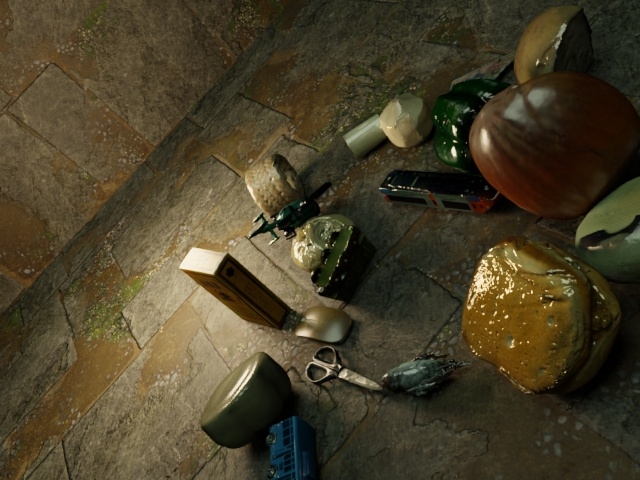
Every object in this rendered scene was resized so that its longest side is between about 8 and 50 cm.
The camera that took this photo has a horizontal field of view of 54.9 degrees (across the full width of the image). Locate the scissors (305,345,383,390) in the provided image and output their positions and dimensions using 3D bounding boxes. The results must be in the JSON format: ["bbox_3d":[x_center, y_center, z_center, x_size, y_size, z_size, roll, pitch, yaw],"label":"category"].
[{"bbox_3d":[0.063,0.340,1.568,0.300,0.022,0.109,7,61,54],"label":"scissors"}]

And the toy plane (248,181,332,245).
[{"bbox_3d":[-0.099,-0.075,1.950,0.381,0.106,0.155,-28,-11,-46],"label":"toy plane"}]

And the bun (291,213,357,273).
[{"bbox_3d":[0.000,0.000,1.896,0.237,0.116,0.210,-26,40,29],"label":"bun"}]

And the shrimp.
[{"bbox_3d":[0.245,0.305,1.405,0.232,0.079,0.090,-20,47,24],"label":"shrimp"}]

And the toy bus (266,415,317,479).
[{"bbox_3d":[-0.066,0.529,1.481,0.106,0.090,0.185,-29,39,19],"label":"toy bus"}]

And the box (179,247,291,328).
[{"bbox_3d":[-0.254,0.144,1.852,0.192,0.301,0.084,5,57,47],"label":"box"}]

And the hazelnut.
[{"bbox_3d":[0.524,-0.219,1.395,0.372,0.372,0.315,-15,47,35],"label":"hazelnut"}]

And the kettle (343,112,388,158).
[{"bbox_3d":[0.167,-0.356,2.107,0.148,0.127,0.098,-34,70,11],"label":"kettle"}]

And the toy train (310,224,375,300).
[{"bbox_3d":[0.064,0.072,1.752,0.090,0.137,0.226,11,67,41],"label":"toy train"}]

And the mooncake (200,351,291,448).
[{"bbox_3d":[-0.198,0.425,1.632,0.275,0.135,0.275,-42,12,11],"label":"mooncake"}]

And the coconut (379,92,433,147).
[{"bbox_3d":[0.270,-0.385,1.956,0.161,0.162,0.161,-26,40,24],"label":"coconut"}]

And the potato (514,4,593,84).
[{"bbox_3d":[0.606,-0.528,1.737,0.211,0.189,0.264,-49,36,-4],"label":"potato"}]

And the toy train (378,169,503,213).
[{"bbox_3d":[0.342,-0.136,1.712,0.409,0.089,0.086,12,58,48],"label":"toy train"}]

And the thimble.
[{"bbox_3d":[-0.156,-0.197,2.181,0.148,0.196,0.229,-31,9,15],"label":"thimble"}]

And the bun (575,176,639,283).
[{"bbox_3d":[0.655,-0.008,1.215,0.283,0.179,0.283,-39,7,6],"label":"bun"}]

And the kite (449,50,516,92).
[{"bbox_3d":[0.490,-0.469,1.926,0.335,0.011,0.314,-48,31,8],"label":"kite"}]

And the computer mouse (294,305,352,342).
[{"bbox_3d":[0.001,0.236,1.732,0.199,0.045,0.102,4,56,46],"label":"computer mouse"}]

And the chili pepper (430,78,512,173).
[{"bbox_3d":[0.427,-0.320,1.664,0.248,0.233,0.257,-20,30,-11],"label":"chili pepper"}]

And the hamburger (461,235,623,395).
[{"bbox_3d":[0.429,0.149,1.236,0.304,0.174,0.284,-127,51,-58],"label":"hamburger"}]
